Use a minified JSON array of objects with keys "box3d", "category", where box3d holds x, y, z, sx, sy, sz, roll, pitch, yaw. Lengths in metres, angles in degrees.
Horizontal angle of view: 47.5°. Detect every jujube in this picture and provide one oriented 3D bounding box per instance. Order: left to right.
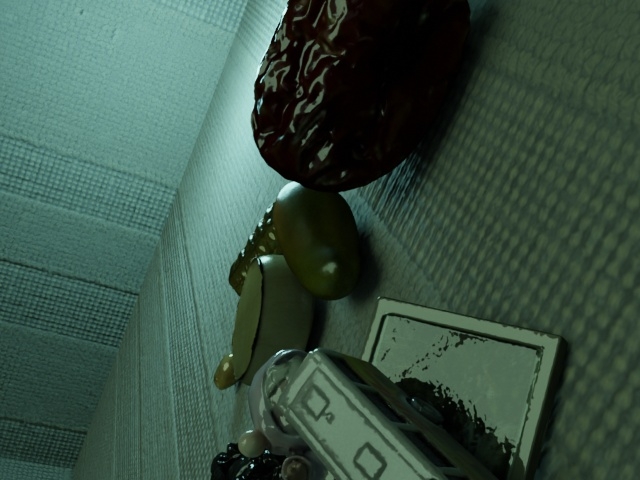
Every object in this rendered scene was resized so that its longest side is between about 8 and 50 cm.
[{"box3d":[0.056,-0.255,1.095,0.377,0.276,0.276,-59,25,27],"category":"jujube"}]

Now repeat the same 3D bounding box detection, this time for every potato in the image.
[{"box3d":[-0.203,0.288,1.602,0.083,0.062,0.068,-42,-5,2],"category":"potato"}]

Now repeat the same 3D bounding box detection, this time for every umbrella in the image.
[{"box3d":[-0.137,0.406,1.264,0.154,0.128,0.336,-62,11,-11],"category":"umbrella"}]

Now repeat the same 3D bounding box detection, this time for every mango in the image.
[{"box3d":[-0.003,0.003,1.230,0.146,0.129,0.289,-49,34,27],"category":"mango"}]

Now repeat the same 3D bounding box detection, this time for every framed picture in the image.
[{"box3d":[0.110,0.232,0.767,0.240,0.020,0.324,11,80,44],"category":"framed picture"}]

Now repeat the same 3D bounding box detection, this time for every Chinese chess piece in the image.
[{"box3d":[-0.094,0.150,1.352,0.250,0.103,0.250,-169,90,-73],"category":"Chinese chess piece"}]

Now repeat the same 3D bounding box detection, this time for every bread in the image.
[{"box3d":[-0.124,0.030,1.572,0.087,0.098,0.269,-34,-14,-46],"category":"bread"}]

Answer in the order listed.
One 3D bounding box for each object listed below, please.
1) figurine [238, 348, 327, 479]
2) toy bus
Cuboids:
[{"box3d":[-0.015,0.277,1.013,0.133,0.200,0.276,111,141,-62],"category":"figurine"},{"box3d":[0.100,0.228,0.667,0.097,0.138,0.342,-56,44,5],"category":"toy bus"}]
